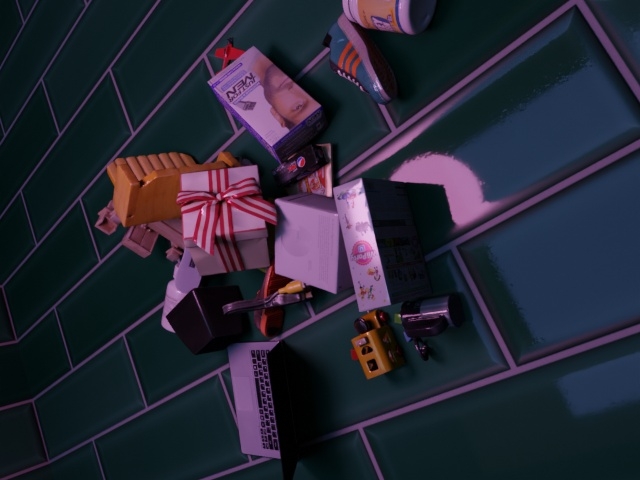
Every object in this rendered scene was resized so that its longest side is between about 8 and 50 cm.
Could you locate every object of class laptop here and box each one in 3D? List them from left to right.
[{"bbox_3d":[-0.202,0.516,1.617,0.408,0.236,0.381,-10,86,38],"label":"laptop"}]

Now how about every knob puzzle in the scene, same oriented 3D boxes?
[{"bbox_3d":[-0.037,-0.191,1.573,0.213,0.030,0.212,3,96,37],"label":"knob puzzle"}]

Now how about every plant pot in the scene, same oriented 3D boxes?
[{"bbox_3d":[-0.364,0.269,1.746,0.187,0.188,0.166,-43,62,31],"label":"plant pot"}]

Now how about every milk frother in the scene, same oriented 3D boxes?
[{"bbox_3d":[0.286,0.219,1.320,0.135,0.129,0.143,-15,127,38],"label":"milk frother"}]

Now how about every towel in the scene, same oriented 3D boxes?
[{"bbox_3d":[-0.156,-0.011,1.685,0.102,0.021,0.237,26,108,30],"label":"towel"}]

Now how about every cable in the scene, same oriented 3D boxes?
[{"bbox_3d":[-0.141,0.164,1.565,0.288,0.139,0.072,-11,78,5],"label":"cable"}]

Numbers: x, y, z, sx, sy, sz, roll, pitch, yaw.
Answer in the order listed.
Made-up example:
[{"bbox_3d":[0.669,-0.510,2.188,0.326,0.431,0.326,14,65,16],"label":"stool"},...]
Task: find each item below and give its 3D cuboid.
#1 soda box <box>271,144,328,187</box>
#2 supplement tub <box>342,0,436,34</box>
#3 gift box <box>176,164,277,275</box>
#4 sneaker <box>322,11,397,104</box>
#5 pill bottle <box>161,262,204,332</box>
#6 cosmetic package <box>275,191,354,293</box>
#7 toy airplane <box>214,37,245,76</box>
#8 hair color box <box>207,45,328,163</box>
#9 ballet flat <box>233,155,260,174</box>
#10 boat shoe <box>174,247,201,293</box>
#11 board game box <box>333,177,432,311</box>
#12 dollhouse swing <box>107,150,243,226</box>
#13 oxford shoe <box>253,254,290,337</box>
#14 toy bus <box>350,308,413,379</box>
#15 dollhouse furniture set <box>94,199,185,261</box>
[{"bbox_3d":[-0.061,-0.213,1.536,0.169,0.053,0.060,-26,77,36],"label":"soda box"},{"bbox_3d":[0.170,-0.596,1.314,0.200,0.144,0.144,24,107,35],"label":"supplement tub"},{"bbox_3d":[-0.256,-0.048,1.512,0.258,0.256,0.276,90,165,-58],"label":"gift box"},{"bbox_3d":[0.100,-0.460,1.408,0.121,0.108,0.302,-40,61,33],"label":"sneaker"},{"bbox_3d":[-0.481,0.201,1.878,0.131,0.131,0.229,23,106,35],"label":"pill bottle"},{"bbox_3d":[0.000,0.000,1.470,0.225,0.138,0.223,17,114,37],"label":"cosmetic package"},{"bbox_3d":[-0.314,-0.598,1.762,0.151,0.028,0.151,2,94,39],"label":"toy airplane"},{"bbox_3d":[-0.156,-0.402,1.554,0.185,0.110,0.339,-41,65,-6],"label":"hair color box"},{"bbox_3d":[-0.259,-0.247,1.727,0.168,0.057,0.052,17,93,36],"label":"ballet flat"},{"bbox_3d":[-0.387,0.027,1.750,0.113,0.105,0.306,18,99,-5],"label":"boat shoe"},{"bbox_3d":[0.157,0.006,1.313,0.098,0.224,0.303,-18,81,36],"label":"board game box"},{"bbox_3d":[-0.485,-0.239,1.683,0.304,0.347,0.315,63,146,21],"label":"dollhouse swing"},{"bbox_3d":[-0.166,0.163,1.658,0.098,0.097,0.271,23,106,42],"label":"oxford shoe"},{"bbox_3d":[0.137,0.268,1.420,0.202,0.104,0.190,22,106,35],"label":"toy bus"},{"bbox_3d":[-0.549,-0.102,1.860,0.356,0.303,0.173,-28,38,34],"label":"dollhouse furniture set"}]
